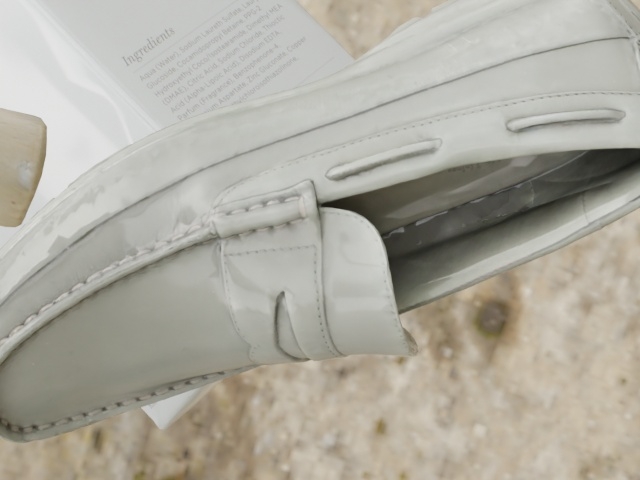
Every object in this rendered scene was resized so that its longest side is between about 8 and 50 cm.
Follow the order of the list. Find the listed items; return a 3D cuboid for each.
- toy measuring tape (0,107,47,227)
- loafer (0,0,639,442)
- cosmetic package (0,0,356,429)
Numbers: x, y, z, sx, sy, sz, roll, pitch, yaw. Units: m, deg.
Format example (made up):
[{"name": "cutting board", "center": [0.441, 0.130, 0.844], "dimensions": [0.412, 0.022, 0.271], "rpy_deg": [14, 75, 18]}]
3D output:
[{"name": "toy measuring tape", "center": [-0.149, -0.024, 0.488], "dimensions": [0.330, 0.121, 0.121], "rpy_deg": [-25, 54, 58]}, {"name": "loafer", "center": [0.000, 0.000, 0.674], "dimensions": [0.319, 0.112, 0.111], "rpy_deg": [-29, 53, 1]}, {"name": "cosmetic package", "center": [-0.143, -0.101, 1.018], "dimensions": [0.156, 0.385, 0.217], "rpy_deg": [-40, -4, -40]}]
